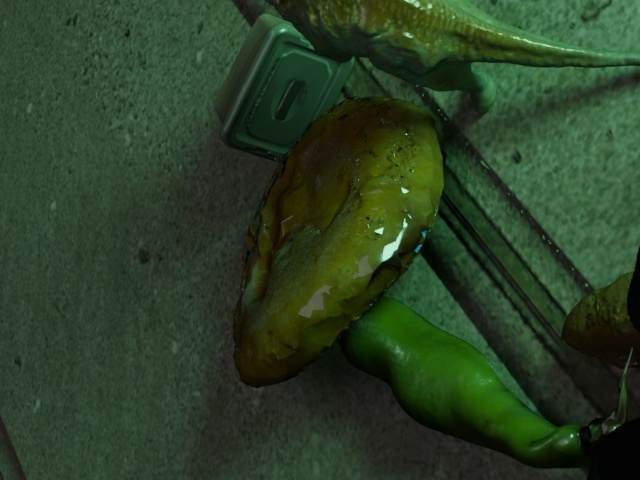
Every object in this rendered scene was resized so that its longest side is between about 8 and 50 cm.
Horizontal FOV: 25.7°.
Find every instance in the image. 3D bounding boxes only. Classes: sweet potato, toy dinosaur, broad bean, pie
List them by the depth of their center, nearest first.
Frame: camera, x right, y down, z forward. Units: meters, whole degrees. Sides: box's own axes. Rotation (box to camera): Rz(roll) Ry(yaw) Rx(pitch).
[{"bbox_3d":[0.228,0.045,0.916,0.068,0.060,0.206,57,150,2],"label":"sweet potato"},{"bbox_3d":[0.092,-0.154,1.043,0.393,0.205,0.092,22,93,30],"label":"toy dinosaur"},{"bbox_3d":[0.110,0.102,1.045,0.318,0.056,0.098,10,91,51],"label":"broad bean"},{"bbox_3d":[0.000,-0.001,1.157,0.273,0.069,0.273,-43,29,31],"label":"pie"}]

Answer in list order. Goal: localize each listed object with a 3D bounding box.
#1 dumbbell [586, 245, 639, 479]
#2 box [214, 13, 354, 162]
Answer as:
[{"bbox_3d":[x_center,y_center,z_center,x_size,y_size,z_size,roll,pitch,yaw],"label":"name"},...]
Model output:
[{"bbox_3d":[0.235,0.097,0.783,0.152,0.152,0.218,40,135,45],"label":"dumbbell"},{"bbox_3d":[-0.037,-0.138,1.247,0.122,0.089,0.062,-61,34,20],"label":"box"}]
